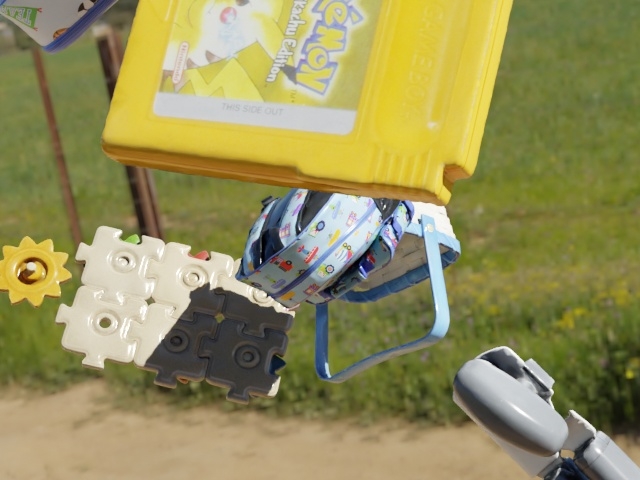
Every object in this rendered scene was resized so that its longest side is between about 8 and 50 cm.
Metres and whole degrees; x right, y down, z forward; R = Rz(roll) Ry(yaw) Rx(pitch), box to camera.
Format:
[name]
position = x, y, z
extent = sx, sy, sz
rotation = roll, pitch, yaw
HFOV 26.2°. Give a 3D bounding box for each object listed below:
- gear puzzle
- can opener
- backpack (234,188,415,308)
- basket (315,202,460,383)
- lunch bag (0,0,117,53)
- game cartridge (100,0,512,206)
[gear puzzle]
position = -0.198, 0.077, 1.511
extent = 0.339, 0.175, 0.044
rotation = 13, -31, -3
[can opener]
position = 0.217, 0.207, 1.147
extent = 0.076, 0.283, 0.095
rotation = -48, -7, 28
[backpack]
position = 0.000, 0.000, 1.369
extent = 0.158, 0.117, 0.173
rotation = -36, 12, 30
[basket]
position = 0.078, 0.037, 1.943
extent = 0.201, 0.289, 0.255
rotation = 22, -32, -36
[lunch bag]
position = -0.266, -0.364, 1.599
extent = 0.243, 0.115, 0.303
rotation = -38, 29, 27
[game cartridge]
position = -0.006, -0.183, 1.138
extent = 0.323, 0.285, 0.052
rotation = 8, -13, 26
